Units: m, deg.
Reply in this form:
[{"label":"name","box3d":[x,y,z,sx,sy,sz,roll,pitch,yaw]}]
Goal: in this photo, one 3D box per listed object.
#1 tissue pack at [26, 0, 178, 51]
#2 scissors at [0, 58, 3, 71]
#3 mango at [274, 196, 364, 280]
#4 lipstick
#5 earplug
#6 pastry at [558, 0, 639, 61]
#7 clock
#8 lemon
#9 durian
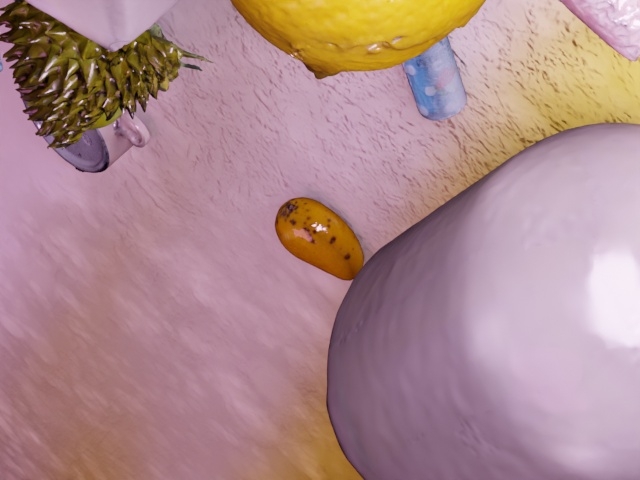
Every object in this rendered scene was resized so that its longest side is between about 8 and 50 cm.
[{"label":"tissue pack","box3d":[-0.225,-0.372,1.548,0.266,0.194,0.356,36,154,13]},{"label":"scissors","box3d":[-0.379,-0.325,1.830,0.180,0.032,0.393,96,157,-54]},{"label":"mango","box3d":[0.000,0.000,1.919,0.114,0.057,0.079,44,145,-9]},{"label":"lipstick","box3d":[0.087,-0.178,1.538,0.048,0.048,0.158,21,146,41]},{"label":"earplug","box3d":[0.210,0.075,1.426,0.312,0.312,0.394,46,154,-1]},{"label":"pastry","box3d":[0.180,-0.236,1.242,0.265,0.112,0.103,59,162,-24]},{"label":"clock","box3d":[-0.296,-0.156,2.127,0.229,0.063,0.155,25,148,35]},{"label":"lemon","box3d":[0.019,-0.252,1.326,0.228,0.228,0.253,9,133,51]},{"label":"durian","box3d":[-0.240,-0.192,1.833,0.158,0.169,0.352,67,168,-5]}]
